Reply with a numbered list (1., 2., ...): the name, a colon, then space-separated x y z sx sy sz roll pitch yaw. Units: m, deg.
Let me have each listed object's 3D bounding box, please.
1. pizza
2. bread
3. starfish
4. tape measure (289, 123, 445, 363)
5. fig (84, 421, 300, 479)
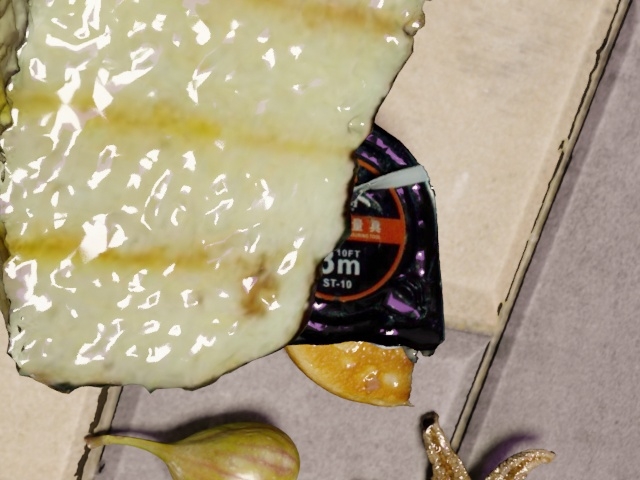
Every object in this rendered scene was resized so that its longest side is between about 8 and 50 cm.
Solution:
1. pizza: 0.033 0.069 0.911 0.178 0.041 0.131 28 100 -29
2. bread: -0.109 -0.136 0.660 0.239 0.264 0.395 8 107 -38
3. starfish: 0.129 0.263 1.021 0.238 0.057 0.213 36 101 -26
4. tape measure: 0.000 -0.005 0.816 0.182 0.107 0.180 6 81 -20
5. fig: -0.098 0.192 0.874 0.166 0.093 0.093 -1 110 -25
